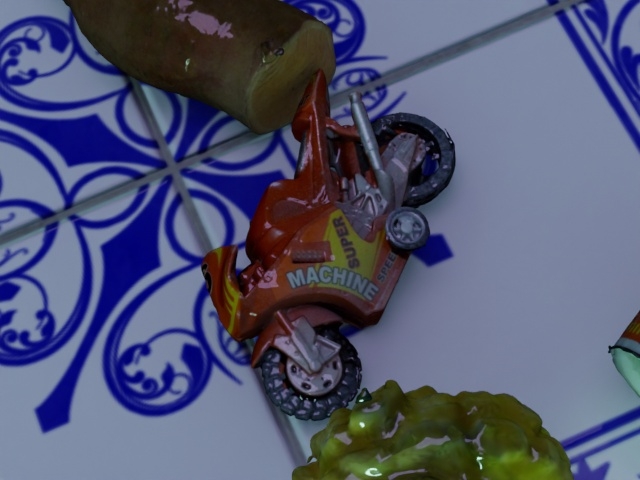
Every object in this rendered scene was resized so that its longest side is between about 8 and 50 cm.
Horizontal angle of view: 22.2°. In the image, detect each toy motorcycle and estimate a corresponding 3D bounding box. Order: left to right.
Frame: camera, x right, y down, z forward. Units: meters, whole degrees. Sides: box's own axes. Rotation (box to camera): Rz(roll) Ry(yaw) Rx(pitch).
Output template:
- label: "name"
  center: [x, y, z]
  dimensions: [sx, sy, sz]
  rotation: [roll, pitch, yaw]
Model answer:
- label: "toy motorcycle"
  center: [0.002, 0.001, 1.381]
  dimensions: [0.171, 0.089, 0.298]
  rotation: [21, 68, 9]

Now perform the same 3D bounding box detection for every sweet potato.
- label: "sweet potato"
  center: [-0.155, -0.206, 1.488]
  dimensions: [0.337, 0.131, 0.131]
  rotation: [25, 69, 19]

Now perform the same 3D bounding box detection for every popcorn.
- label: "popcorn"
  center: [0.086, 0.207, 1.225]
  dimensions: [0.218, 0.169, 0.189]
  rotation: [-2, 64, 10]

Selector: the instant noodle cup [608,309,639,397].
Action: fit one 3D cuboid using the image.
- label: "instant noodle cup"
  center: [0.342, 0.052, 1.280]
  dimensions: [0.212, 0.193, 0.193]
  rotation: [-45, 67, -7]
